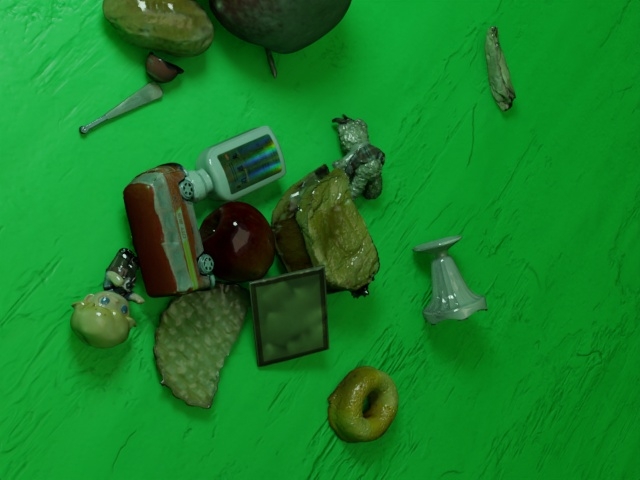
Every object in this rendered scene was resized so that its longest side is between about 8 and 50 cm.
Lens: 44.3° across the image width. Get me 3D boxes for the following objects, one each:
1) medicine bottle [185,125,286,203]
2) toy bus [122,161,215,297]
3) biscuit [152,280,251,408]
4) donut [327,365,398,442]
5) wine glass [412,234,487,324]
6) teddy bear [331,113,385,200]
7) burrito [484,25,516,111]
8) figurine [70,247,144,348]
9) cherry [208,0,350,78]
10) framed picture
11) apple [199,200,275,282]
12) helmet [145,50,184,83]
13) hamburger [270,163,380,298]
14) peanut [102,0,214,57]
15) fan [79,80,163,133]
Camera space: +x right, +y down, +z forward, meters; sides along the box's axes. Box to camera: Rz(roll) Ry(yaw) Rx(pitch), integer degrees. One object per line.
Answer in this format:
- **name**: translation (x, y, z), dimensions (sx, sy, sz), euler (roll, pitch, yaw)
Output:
- **medicine bottle**: translation (-0.189, -0.150, 1.663), dimensions (0.229, 0.083, 0.121), euler (-28, 108, -29)
- **toy bus**: translation (-0.305, -0.016, 1.549), dimensions (0.120, 0.121, 0.265), euler (-21, 101, -54)
- **biscuit**: translation (-0.260, 0.200, 1.647), dimensions (0.187, 0.036, 0.274), euler (31, 75, -29)
- **donut**: translation (0.111, 0.393, 1.866), dimensions (0.190, 0.074, 0.174), euler (-37, 109, -28)
- **wine glass**: translation (0.315, 0.095, 1.953), dimensions (0.165, 0.165, 0.197), euler (-15, 91, -32)
- **teddy bear**: translation (0.092, -0.193, 1.828), dimensions (0.133, 0.111, 0.213), euler (-16, 100, -35)
- **burrito**: translation (0.478, -0.460, 2.103), dimensions (0.058, 0.063, 0.230), euler (-12, 95, -22)
- **figurine**: translation (-0.399, 0.115, 1.522), dimensions (0.196, 0.108, 0.114), euler (-65, 149, -23)
- **cherry**: translation (-0.061, -0.544, 1.617), dimensions (0.326, 0.335, 0.291), euler (1, 73, -56)
- **framed picture**: translation (-0.064, 0.166, 1.706), dimensions (0.173, 0.010, 0.231), euler (-11, 122, -16)
- **apple**: translation (-0.169, 0.008, 1.644), dimensions (0.158, 0.147, 0.156), euler (38, 50, -28)
- **helmet**: translation (-0.321, -0.342, 1.593), dimensions (0.084, 0.065, 0.049), euler (22, 101, -48)
- **hamburger**: translation (0.000, 0.000, 1.756), dimensions (0.211, 0.132, 0.309), euler (-27, 104, -29)
- **peanut**: translation (-0.316, -0.439, 1.555), dimensions (0.224, 0.129, 0.129), euler (7, 87, -33)
- **fan**: translation (-0.399, -0.263, 1.567), dimensions (0.193, 0.016, 0.038), euler (-37, 106, -28)
